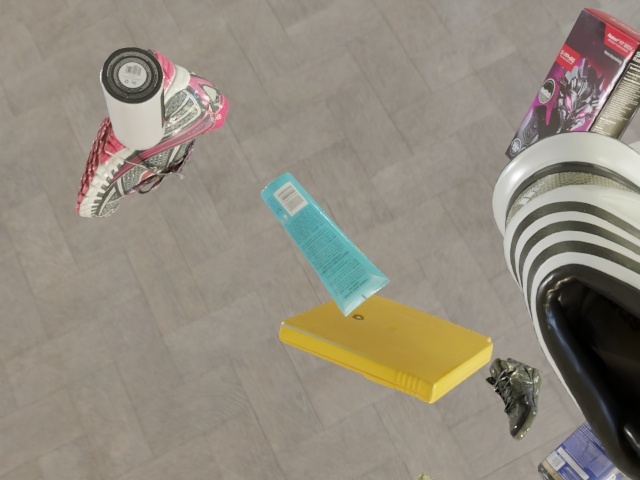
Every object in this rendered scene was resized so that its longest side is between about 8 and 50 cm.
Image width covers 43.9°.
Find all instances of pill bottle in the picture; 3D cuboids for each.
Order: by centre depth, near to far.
[{"bbox_3d":[0.542,0.418,1.550,0.219,0.123,0.123,-44,71,4],"label":"pill bottle"}]

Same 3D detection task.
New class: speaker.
[{"bbox_3d":[-0.176,-0.131,0.755,0.055,0.136,0.055,2,78,-10],"label":"speaker"}]

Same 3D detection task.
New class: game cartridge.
[{"bbox_3d":[0.132,0.190,1.498,0.323,0.285,0.053,20,110,31],"label":"game cartridge"}]

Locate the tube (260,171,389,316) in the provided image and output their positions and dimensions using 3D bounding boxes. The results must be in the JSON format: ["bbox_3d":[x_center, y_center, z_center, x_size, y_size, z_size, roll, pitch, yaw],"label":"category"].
[{"bbox_3d":[0.000,0.000,1.093,0.080,0.052,0.207,-42,81,21],"label":"tube"}]

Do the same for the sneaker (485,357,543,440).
[{"bbox_3d":[0.438,0.359,1.838,0.130,0.087,0.227,28,40,0],"label":"sneaker"}]

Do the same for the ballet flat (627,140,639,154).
[{"bbox_3d":[0.503,-0.078,1.110,0.400,0.139,0.139,15,70,44],"label":"ballet flat"}]

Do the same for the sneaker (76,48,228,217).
[{"bbox_3d":[-0.224,-0.105,0.997,0.112,0.299,0.121,22,55,-25],"label":"sneaker"}]

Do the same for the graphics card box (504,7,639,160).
[{"bbox_3d":[0.554,-0.281,1.692,0.094,0.371,0.233,11,30,-22],"label":"graphics card box"}]

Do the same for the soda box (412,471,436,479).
[{"bbox_3d":[0.274,0.581,1.722,0.181,0.061,0.058,33,39,-7],"label":"soda box"}]

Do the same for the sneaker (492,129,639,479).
[{"bbox_3d":[0.305,0.128,0.584,0.447,0.169,0.257,35,33,-11],"label":"sneaker"}]
